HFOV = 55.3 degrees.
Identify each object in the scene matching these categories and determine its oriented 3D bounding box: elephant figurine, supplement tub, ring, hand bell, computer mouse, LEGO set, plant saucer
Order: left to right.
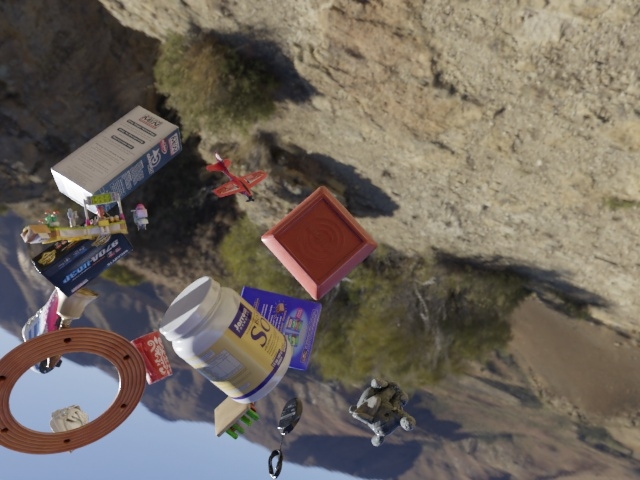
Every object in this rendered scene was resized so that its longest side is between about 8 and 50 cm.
[{"bbox_3d":[-0.751,0.255,1.784,0.126,0.242,0.126,19,179,1],"label":"hand bell"},{"bbox_3d":[-0.540,0.318,1.297,0.336,0.336,0.032,36,-175,-42],"label":"ring"},{"bbox_3d":[-0.563,-0.058,1.449,0.287,0.107,0.132,-9,178,-33],"label":"LEGO set"},{"bbox_3d":[-0.270,0.285,1.759,0.331,0.241,0.241,46,162,-24],"label":"supplement tub"},{"bbox_3d":[-0.090,0.532,1.649,0.071,0.242,0.041,-29,119,36],"label":"computer mouse"},{"bbox_3d":[0.000,0.000,1.830,0.258,0.259,0.048,48,170,7],"label":"plant saucer"},{"bbox_3d":[0.182,0.531,1.846,0.169,0.186,0.239,20,-161,3],"label":"elephant figurine"}]

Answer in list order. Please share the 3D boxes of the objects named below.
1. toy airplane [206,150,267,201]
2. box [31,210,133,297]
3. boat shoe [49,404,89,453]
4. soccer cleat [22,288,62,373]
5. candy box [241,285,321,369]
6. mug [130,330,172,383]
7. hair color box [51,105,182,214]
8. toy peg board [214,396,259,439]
[{"bbox_3d":[-0.198,-0.140,1.375,0.151,0.151,0.028,28,137,-6],"label":"toy airplane"},{"bbox_3d":[-0.624,0.036,1.620,0.051,0.220,0.175,45,163,21],"label":"box"},{"bbox_3d":[-0.745,0.546,1.829,0.277,0.096,0.098,8,126,63],"label":"boat shoe"},{"bbox_3d":[-0.852,0.255,1.893,0.143,0.331,0.116,24,-169,12],"label":"soccer cleat"},{"bbox_3d":[-0.177,0.344,2.400,0.317,0.268,0.122,14,168,2],"label":"candy box"},{"bbox_3d":[-0.628,0.436,2.237,0.113,0.169,0.150,-28,171,27],"label":"mug"},{"bbox_3d":[-0.595,-0.242,1.817,0.174,0.347,0.105,30,146,18],"label":"hair color box"},{"bbox_3d":[-0.301,0.633,2.230,0.079,0.161,0.160,45,-174,-21],"label":"toy peg board"}]
